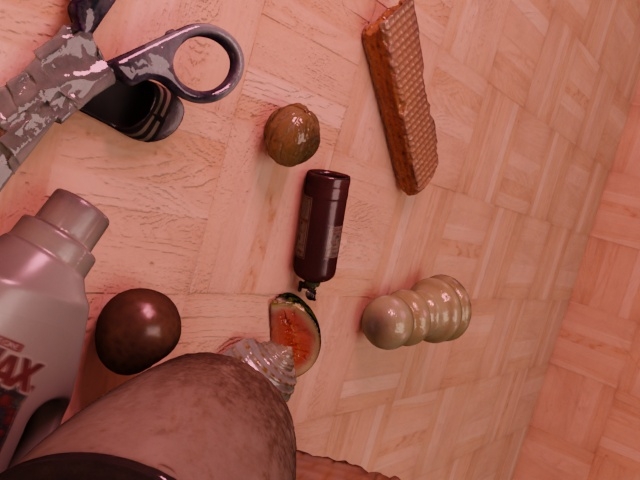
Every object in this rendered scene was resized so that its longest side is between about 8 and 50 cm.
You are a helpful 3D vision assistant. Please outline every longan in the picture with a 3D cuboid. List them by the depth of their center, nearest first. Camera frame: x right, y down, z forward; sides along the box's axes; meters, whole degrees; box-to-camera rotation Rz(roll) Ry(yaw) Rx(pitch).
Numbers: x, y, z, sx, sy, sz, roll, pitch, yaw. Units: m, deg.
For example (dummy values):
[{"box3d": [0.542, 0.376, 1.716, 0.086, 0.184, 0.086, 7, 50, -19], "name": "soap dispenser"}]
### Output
[{"box3d": [-0.220, 0.113, 0.846, 0.113, 0.092, 0.114, -23, 122, -42], "name": "longan"}]

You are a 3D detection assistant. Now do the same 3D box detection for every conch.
[{"box3d": [-0.103, 0.217, 1.065, 0.153, 0.102, 0.135, -55, 129, -21], "name": "conch"}]

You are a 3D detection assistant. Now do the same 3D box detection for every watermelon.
[{"box3d": [-0.030, 0.159, 1.160, 0.087, 0.068, 0.163, -34, 130, -43], "name": "watermelon"}]

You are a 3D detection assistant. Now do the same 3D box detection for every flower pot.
[{"box3d": [-0.157, 0.273, 0.730, 0.330, 0.293, 0.294, -58, 156, -72], "name": "flower pot"}]

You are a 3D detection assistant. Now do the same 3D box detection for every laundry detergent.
[{"box3d": [-0.334, 0.136, 0.678, 0.398, 0.124, 0.264, -60, 144, -19], "name": "laundry detergent"}]

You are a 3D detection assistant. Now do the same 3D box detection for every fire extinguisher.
[{"box3d": [0.000, 0.000, 1.132, 0.099, 0.071, 0.231, -58, 157, -71], "name": "fire extinguisher"}]

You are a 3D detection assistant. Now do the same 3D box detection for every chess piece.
[{"box3d": [0.182, 0.152, 1.414, 0.251, 0.144, 0.145, -5, 110, -47], "name": "chess piece"}]

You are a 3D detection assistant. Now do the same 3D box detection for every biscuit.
[{"box3d": [0.148, -0.239, 1.228, 0.094, 0.054, 0.379, -50, 141, -27], "name": "biscuit"}]

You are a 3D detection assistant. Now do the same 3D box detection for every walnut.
[{"box3d": [-0.040, -0.149, 0.988, 0.092, 0.092, 0.092, -29, 128, -45], "name": "walnut"}]

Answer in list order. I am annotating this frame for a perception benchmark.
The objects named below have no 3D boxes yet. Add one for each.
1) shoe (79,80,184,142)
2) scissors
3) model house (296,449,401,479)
[{"box3d": [-0.210, -0.152, 0.771, 0.179, 0.049, 0.071, 17, 92, -56], "name": "shoe"}, {"box3d": [-0.253, -0.155, 0.690, 0.383, 0.029, 0.256, -51, 125, -21], "name": "scissors"}, {"box3d": [-0.046, 0.622, 1.060, 0.400, 0.394, 0.446, -21, 115, -54], "name": "model house"}]
